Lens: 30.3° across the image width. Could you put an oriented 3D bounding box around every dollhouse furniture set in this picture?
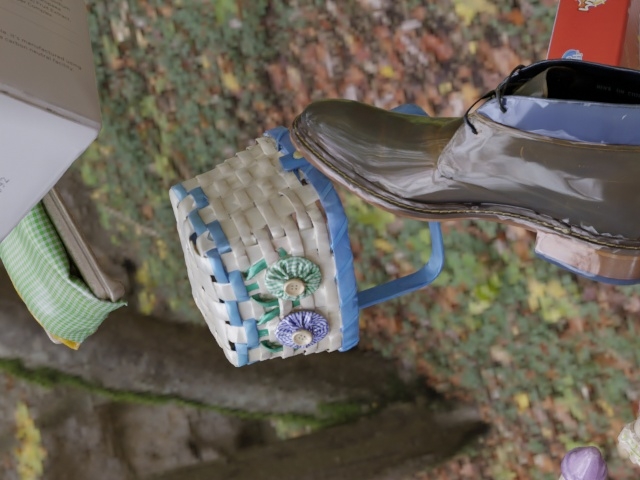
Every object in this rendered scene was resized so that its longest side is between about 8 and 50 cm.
[{"bbox_3d":[-0.321,-0.022,1.052,0.301,0.151,0.197,59,157,4],"label":"dollhouse furniture set"}]

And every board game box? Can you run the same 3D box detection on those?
[{"bbox_3d":[0.294,-0.183,1.147,0.242,0.064,0.316,58,-139,-48],"label":"board game box"}]

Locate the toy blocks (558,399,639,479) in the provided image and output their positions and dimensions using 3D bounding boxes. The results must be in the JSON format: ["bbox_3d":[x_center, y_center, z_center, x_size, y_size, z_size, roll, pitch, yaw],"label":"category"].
[{"bbox_3d":[0.445,0.254,1.297,0.288,0.309,0.260,54,156,29],"label":"toy blocks"}]

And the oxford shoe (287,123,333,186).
[{"bbox_3d":[-0.011,-0.108,1.405,0.212,0.076,0.076,-63,-12,-65],"label":"oxford shoe"}]

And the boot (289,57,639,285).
[{"bbox_3d":[0.090,-0.063,0.633,0.082,0.219,0.106,-54,-22,-50],"label":"boot"}]

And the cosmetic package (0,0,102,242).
[{"bbox_3d":[-0.282,-0.176,0.830,0.197,0.155,0.365,-40,46,32],"label":"cosmetic package"}]

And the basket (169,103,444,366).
[{"bbox_3d":[0.000,0.000,1.277,0.201,0.289,0.255,50,159,44],"label":"basket"}]
